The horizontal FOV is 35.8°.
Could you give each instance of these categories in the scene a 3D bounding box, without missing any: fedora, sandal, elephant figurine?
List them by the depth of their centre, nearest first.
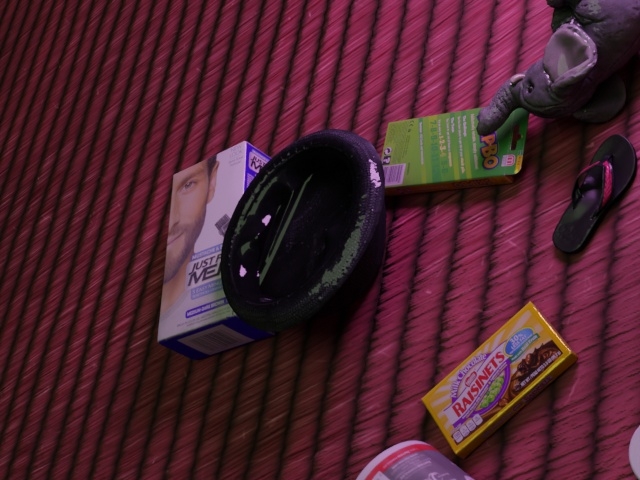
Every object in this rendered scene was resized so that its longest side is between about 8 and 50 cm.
[{"bbox_3d":[0.368,-0.066,1.338,0.067,0.040,0.179,27,86,46],"label":"sandal"},{"bbox_3d":[0.353,-0.237,1.386,0.186,0.169,0.239,176,116,-80],"label":"elephant figurine"},{"bbox_3d":[0.000,0.000,1.541,0.334,0.152,0.334,-20,55,32],"label":"fedora"}]

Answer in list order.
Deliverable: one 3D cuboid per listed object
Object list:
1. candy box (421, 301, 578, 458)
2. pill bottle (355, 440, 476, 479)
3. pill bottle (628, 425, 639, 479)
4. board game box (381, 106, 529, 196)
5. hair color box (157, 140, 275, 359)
[{"bbox_3d":[0.235,0.186,1.323,0.206,0.027,0.105,-45,42,12],"label":"candy box"},{"bbox_3d":[0.171,0.375,1.175,0.283,0.161,0.161,32,90,46],"label":"pill bottle"},{"bbox_3d":[0.396,0.245,1.039,0.108,0.180,0.108,-21,55,32],"label":"pill bottle"},{"bbox_3d":[0.205,-0.139,1.527,0.259,0.039,0.124,-6,64,42],"label":"board game box"},{"bbox_3d":[-0.172,0.017,1.717,0.185,0.110,0.338,-21,53,33],"label":"hair color box"}]
